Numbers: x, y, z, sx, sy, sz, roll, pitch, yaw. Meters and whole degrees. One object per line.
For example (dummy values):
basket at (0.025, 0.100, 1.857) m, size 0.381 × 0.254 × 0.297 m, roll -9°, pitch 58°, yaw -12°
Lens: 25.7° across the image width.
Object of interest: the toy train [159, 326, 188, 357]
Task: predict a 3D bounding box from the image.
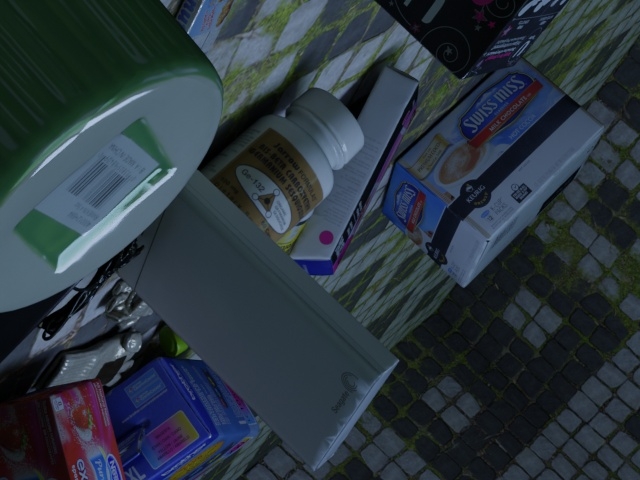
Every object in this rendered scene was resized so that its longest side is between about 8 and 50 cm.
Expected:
toy train at (-0.184, 0.139, 2.124) m, size 0.143 × 0.105 × 0.248 m, roll -22°, pitch 158°, yaw -36°

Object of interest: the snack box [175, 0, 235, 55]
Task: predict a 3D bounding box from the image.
snack box at (-0.107, -0.230, 1.357) m, size 0.064 × 0.022 × 0.178 m, roll -32°, pitch 161°, yaw -49°

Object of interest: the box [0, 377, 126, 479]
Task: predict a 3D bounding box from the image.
box at (-0.325, 0.314, 1.756) m, size 0.123 × 0.257 × 0.128 m, roll -14°, pitch 180°, yaw 21°

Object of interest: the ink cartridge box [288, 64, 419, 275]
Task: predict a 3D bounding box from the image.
ink cartridge box at (0.035, -0.062, 2.030) m, size 0.371 × 0.069 × 0.176 m, roll -61°, pitch 174°, yaw -6°

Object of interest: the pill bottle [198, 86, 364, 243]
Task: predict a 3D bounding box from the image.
pill bottle at (-0.059, -0.081, 1.741) m, size 0.229 × 0.131 × 0.131 m, roll -43°, pitch 167°, yaw -19°

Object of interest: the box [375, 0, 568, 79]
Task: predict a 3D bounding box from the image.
box at (0.119, -0.293, 1.392) m, size 0.142 × 0.247 × 0.163 m, roll -52°, pitch 166°, yaw 27°

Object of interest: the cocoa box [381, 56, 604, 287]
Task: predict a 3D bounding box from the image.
cocoa box at (0.318, -0.133, 2.635) m, size 0.347 × 0.228 × 0.231 m, roll -43°, pitch 167°, yaw -20°

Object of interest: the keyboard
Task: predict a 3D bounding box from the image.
keyboard at (-0.293, 0.041, 1.568) m, size 0.317 × 0.033 × 0.201 m, roll -45°, pitch 161°, yaw -4°

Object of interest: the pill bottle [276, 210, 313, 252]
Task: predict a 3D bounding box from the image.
pill bottle at (-0.089, -0.009, 1.932) m, size 0.103 × 0.103 × 0.184 m, roll -32°, pitch 161°, yaw -50°

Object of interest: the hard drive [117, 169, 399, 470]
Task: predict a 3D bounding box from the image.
hard drive at (-0.086, 0.088, 1.653) m, size 0.047 × 0.353 × 0.233 m, roll -37°, pitch 164°, yaw -39°

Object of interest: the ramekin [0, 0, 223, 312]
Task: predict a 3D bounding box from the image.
ramekin at (-0.219, -0.083, 1.097) m, size 0.303 × 0.148 × 0.303 m, roll -41°, pitch 165°, yaw -13°

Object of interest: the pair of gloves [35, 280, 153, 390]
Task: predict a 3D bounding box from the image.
pair of gloves at (-0.262, 0.118, 1.894) m, size 0.240 × 0.042 × 0.204 m, roll -50°, pitch 167°, yaw 11°

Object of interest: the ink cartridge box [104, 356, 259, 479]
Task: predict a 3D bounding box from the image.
ink cartridge box at (-0.273, 0.309, 2.113) m, size 0.270 × 0.151 × 0.395 m, roll -36°, pitch 167°, yaw 5°
